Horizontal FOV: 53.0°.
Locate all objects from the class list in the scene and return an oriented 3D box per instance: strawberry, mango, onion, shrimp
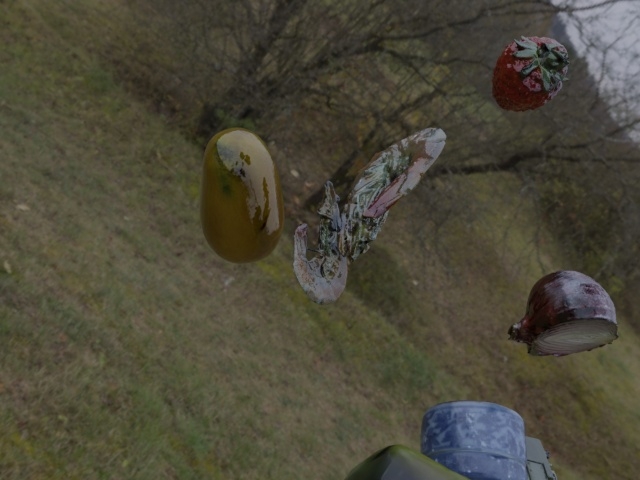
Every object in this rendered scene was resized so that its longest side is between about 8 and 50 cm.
[{"bbox_3d":[0.351,-0.284,1.100,0.131,0.131,0.148,41,-3,-13],"label":"strawberry"},{"bbox_3d":[-0.163,-0.093,1.297,0.173,0.317,0.211,4,46,5],"label":"mango"},{"bbox_3d":[0.343,0.100,0.926,0.206,0.151,0.098,84,5,-65],"label":"onion"},{"bbox_3d":[0.002,0.000,1.242,0.144,0.052,0.250,16,64,-46],"label":"shrimp"},{"bbox_3d":[0.057,-0.047,0.578,0.042,0.101,0.190,49,46,-16],"label":"shrimp"}]

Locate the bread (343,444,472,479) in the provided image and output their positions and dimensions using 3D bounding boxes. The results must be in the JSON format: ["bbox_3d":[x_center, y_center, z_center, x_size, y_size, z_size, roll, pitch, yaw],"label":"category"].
[{"bbox_3d":[0.133,0.290,0.380,0.377,0.208,0.251,15,-27,36],"label":"bread"}]

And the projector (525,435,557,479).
[{"bbox_3d":[0.355,0.502,1.122,0.088,0.193,0.269,16,35,-11],"label":"projector"}]

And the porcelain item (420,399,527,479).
[{"bbox_3d":[0.213,0.303,0.900,0.147,0.147,0.114,32,50,-30],"label":"porcelain item"}]
